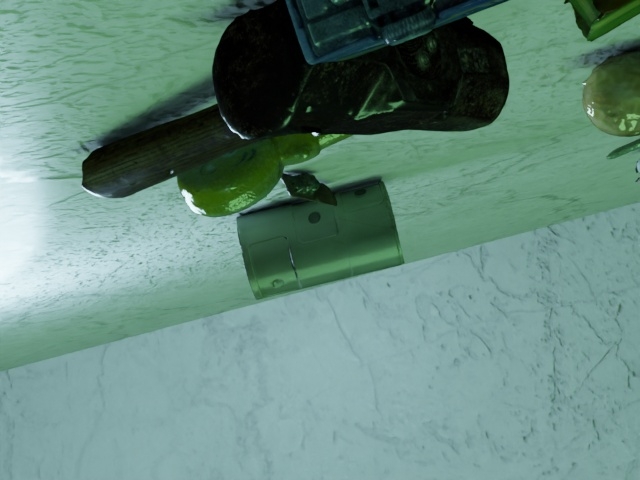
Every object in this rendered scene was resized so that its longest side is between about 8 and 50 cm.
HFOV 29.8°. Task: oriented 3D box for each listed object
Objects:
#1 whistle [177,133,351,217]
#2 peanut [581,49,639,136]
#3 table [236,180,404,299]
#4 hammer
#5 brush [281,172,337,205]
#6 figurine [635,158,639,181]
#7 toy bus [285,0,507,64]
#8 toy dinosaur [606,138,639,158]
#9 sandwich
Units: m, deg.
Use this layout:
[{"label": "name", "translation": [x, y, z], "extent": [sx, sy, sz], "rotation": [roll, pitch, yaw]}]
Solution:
[{"label": "whistle", "translation": [-0.041, -0.082, 1.136], "extent": [0.198, 0.057, 0.104], "rotation": [-24, -147, 0]}, {"label": "peanut", "translation": [0.364, -0.161, 1.280], "extent": [0.214, 0.090, 0.098], "rotation": [-10, -177, -27]}, {"label": "table", "translation": [0.000, 0.000, 1.730], "extent": [0.220, 0.126, 0.126], "rotation": [-14, 174, 2]}, {"label": "hammer", "translation": [-0.070, -0.101, 0.979], "extent": [0.408, 0.095, 0.242], "rotation": [-13, 176, 44]}, {"label": "brush", "translation": [-0.007, -0.069, 1.551], "extent": [0.027, 0.034, 0.190], "rotation": [-32, 168, 13]}, {"label": "figurine", "translation": [0.627, -0.133, 2.051], "extent": [0.137, 0.112, 0.229], "rotation": [-3, -177, -21]}, {"label": "toy bus", "translation": [0.093, -0.172, 0.691], "extent": [0.236, 0.079, 0.094], "rotation": [-17, -171, 24]}, {"label": "toy dinosaur", "translation": [0.477, -0.143, 1.179], "extent": [0.392, 0.092, 0.205], "rotation": [-4, 167, 20]}, {"label": "sandwich", "translation": [0.216, -0.201, 0.816], "extent": [0.116, 0.074, 0.074], "rotation": [-30, 173, 2]}]
